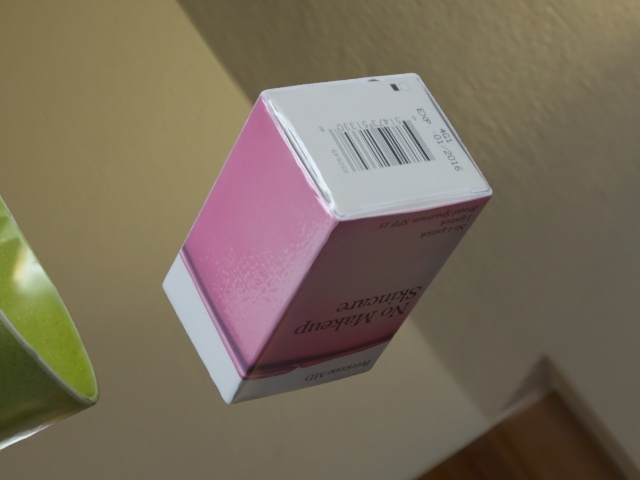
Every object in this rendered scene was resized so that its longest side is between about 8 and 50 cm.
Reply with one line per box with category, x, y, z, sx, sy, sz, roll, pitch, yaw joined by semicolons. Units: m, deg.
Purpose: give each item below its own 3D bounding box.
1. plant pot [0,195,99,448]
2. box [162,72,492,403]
plant pot;-0.315;0.049;0.898;0.293;0.275;0.275;-32;-37;-1
box;0.000;0.000;1.285;0.148;0.127;0.232;-11;-33;-34
